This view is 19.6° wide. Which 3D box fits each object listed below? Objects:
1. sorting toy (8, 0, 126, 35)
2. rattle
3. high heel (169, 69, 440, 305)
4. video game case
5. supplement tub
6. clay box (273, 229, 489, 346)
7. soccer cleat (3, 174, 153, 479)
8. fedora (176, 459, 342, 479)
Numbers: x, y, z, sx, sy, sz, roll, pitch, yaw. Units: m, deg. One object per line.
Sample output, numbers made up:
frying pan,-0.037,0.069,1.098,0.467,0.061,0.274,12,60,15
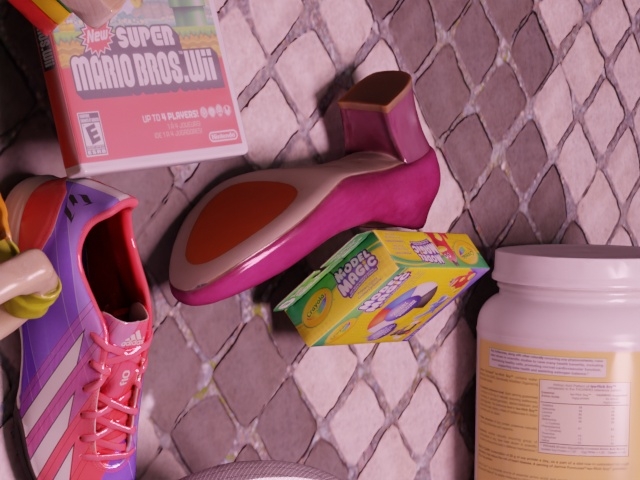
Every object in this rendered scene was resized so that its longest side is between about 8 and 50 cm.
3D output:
sorting toy,-0.232,-0.288,1.365,0.255,0.089,0.257,43,34,-16
rattle,-0.310,0.041,1.412,0.200,0.130,0.142,-32,96,-9
high heel,0.000,0.000,1.755,0.377,0.127,0.181,-40,130,-37
video game case,-0.163,-0.200,1.543,0.204,0.025,0.285,-11,87,-51
supplement tub,0.290,0.176,2.037,0.241,0.241,0.331,-5,98,-52
clay box,0.060,0.047,1.808,0.053,0.127,0.222,56,26,19
soccer cleat,-0.186,0.104,1.522,0.109,0.116,0.318,-21,110,-50
fedora,-0.087,0.308,1.606,0.275,0.124,0.243,-17,99,-26
